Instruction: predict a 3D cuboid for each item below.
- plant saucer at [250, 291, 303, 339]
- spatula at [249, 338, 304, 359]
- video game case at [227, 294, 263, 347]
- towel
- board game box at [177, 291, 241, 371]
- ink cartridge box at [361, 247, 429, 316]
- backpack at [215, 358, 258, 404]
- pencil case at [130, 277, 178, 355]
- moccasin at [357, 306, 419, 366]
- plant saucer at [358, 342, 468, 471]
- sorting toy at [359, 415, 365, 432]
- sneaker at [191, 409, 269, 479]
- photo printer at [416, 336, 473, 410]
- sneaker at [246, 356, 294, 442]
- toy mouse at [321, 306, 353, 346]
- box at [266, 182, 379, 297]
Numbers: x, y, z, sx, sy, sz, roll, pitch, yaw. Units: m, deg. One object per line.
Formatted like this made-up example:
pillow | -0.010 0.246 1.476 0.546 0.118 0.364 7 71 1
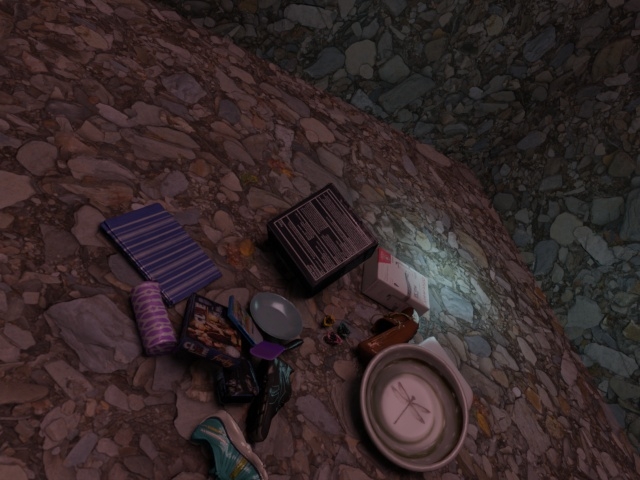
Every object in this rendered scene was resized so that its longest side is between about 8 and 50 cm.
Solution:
plant saucer | -0.150 0.255 1.507 0.195 0.037 0.194 26 30 -16
spatula | -0.118 0.324 1.403 0.084 0.030 0.296 12 -3 21
video game case | -0.223 0.253 1.379 0.166 0.015 0.119 57 5 -21
towel | -0.490 0.034 1.431 0.336 0.040 0.243 48 33 4
board game box | -0.305 0.250 1.292 0.165 0.042 0.243 29 14 -20
ink cartridge box | 0.326 0.191 1.984 0.283 0.117 0.207 31 36 -16
backpack | -0.235 0.387 1.255 0.105 0.084 0.114 11 42 -36
pencil case | -0.450 0.208 1.241 0.088 0.086 0.206 31 30 -59
moccasin | 0.260 0.345 1.757 0.380 0.139 0.146 -29 84 -44
plant saucer | 0.296 0.550 1.528 0.401 0.100 0.400 10 59 -17
sorting toy | 0.148 0.591 1.478 0.083 0.012 0.062 4 55 -46
sneaker | -0.211 0.553 1.119 0.110 0.107 0.275 -30 70 -34
photo printer | 0.433 0.537 1.732 0.256 0.107 0.307 -9 60 -49
sneaker | -0.131 0.439 1.291 0.106 0.101 0.267 32 36 -19
toy mouse | 0.058 0.334 1.645 0.143 0.031 0.161 44 35 2
box | 0.000 0.000 1.703 0.294 0.182 0.296 -32 75 -15
